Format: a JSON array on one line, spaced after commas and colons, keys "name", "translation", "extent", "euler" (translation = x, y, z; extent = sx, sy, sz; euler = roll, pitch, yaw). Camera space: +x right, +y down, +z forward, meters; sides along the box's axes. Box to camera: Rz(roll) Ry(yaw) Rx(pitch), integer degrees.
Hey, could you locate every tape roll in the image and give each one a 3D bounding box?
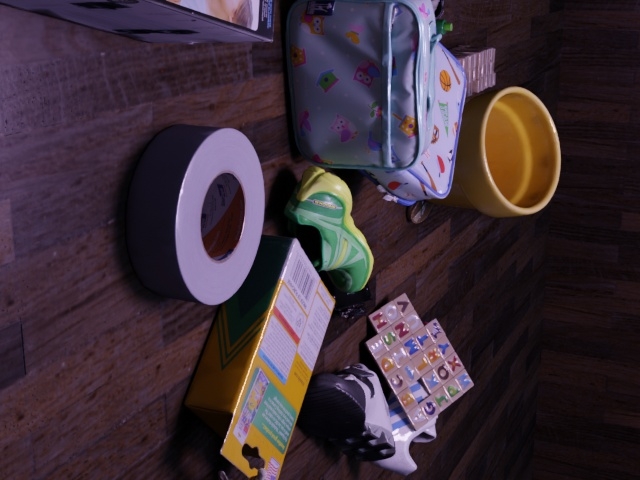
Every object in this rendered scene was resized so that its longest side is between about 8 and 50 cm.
[{"name": "tape roll", "translation": [-0.150, -0.033, 1.211], "extent": [0.219, 0.072, 0.219], "euler": [8, 90, -66]}]

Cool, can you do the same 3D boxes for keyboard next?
[{"name": "keyboard", "translation": [0.040, 0.097, 1.750], "extent": [0.192, 0.038, 0.100], "euler": [-5, 78, -65]}]

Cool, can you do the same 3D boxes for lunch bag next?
[{"name": "lunch bag", "translation": [0.067, -0.246, 1.456], "extent": [0.108, 0.224, 0.279], "euler": [-45, 137, -56]}, {"name": "lunch bag", "translation": [0.149, -0.215, 1.688], "extent": [0.243, 0.115, 0.303], "euler": [35, 58, -38]}]

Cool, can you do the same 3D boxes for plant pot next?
[{"name": "plant pot", "translation": [0.317, -0.167, 1.980], "extent": [0.254, 0.239, 0.254], "euler": [5, 83, -41]}]

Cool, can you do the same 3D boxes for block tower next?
[{"name": "block tower", "translation": [0.296, -0.364, 2.113], "extent": [0.335, 0.091, 0.097], "euler": [-30, 125, -62]}]

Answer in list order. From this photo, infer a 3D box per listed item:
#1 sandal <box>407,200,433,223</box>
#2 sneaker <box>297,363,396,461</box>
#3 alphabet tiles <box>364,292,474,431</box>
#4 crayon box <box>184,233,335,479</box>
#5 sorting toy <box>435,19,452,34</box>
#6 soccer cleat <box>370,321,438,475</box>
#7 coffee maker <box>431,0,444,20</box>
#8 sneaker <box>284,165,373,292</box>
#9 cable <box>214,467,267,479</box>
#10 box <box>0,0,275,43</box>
[{"name": "sandal", "translation": [0.231, -0.105, 2.103], "extent": [0.180, 0.049, 0.072], "euler": [-46, 134, -32]}, {"name": "sneaker", "translation": [0.041, 0.274, 1.715], "extent": [0.330, 0.122, 0.146], "euler": [55, 29, -56]}, {"name": "alphabet tiles", "translation": [0.190, 0.230, 1.936], "extent": [0.198, 0.009, 0.237], "euler": [-28, 88, -41]}, {"name": "crayon box", "translation": [-0.087, 0.179, 1.403], "extent": [0.203, 0.083, 0.323], "euler": [60, 42, -54]}, {"name": "sorting toy", "translation": [0.168, -0.488, 1.740], "extent": [0.365, 0.126, 0.127], "euler": [61, 42, -53]}, {"name": "soccer cleat", "translation": [0.185, 0.322, 1.969], "extent": [0.331, 0.143, 0.116], "euler": [-60, -176, -33]}, {"name": "coffee maker", "translation": [0.103, -0.436, 1.567], "extent": [0.178, 0.120, 0.171], "euler": [-3, 73, -39]}, {"name": "sneaker", "translation": [0.000, 0.000, 1.558], "extent": [0.123, 0.109, 0.295], "euler": [-48, 146, -17]}, {"name": "cable", "translation": [-0.132, 0.408, 1.354], "extent": [0.139, 0.072, 0.287], "euler": [-23, 141, -18]}, {"name": "box", "translation": [-0.181, -0.258, 0.959], "extent": [0.290, 0.169, 0.087], "euler": [-3, 97, -65]}]
